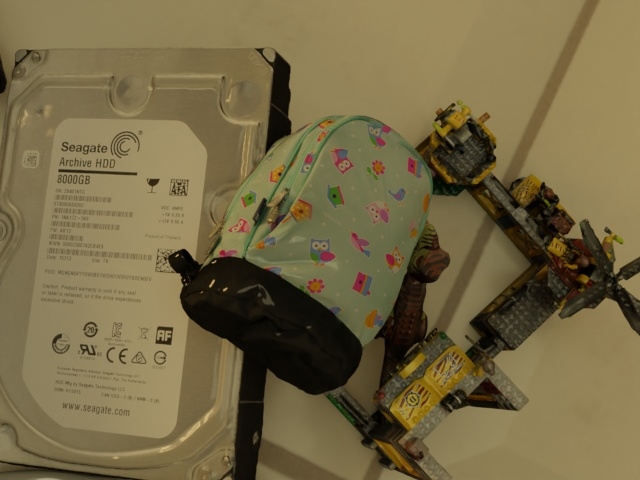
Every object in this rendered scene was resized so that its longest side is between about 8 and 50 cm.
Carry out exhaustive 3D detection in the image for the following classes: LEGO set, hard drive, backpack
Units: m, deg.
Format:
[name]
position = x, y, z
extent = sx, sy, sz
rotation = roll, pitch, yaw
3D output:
[LEGO set]
position = 0.099, 0.040, 0.816
extent = 0.331, 0.192, 0.255
rotation = -34, 89, -12
[hard drive]
position = -0.152, 0.015, 0.801
extent = 0.236, 0.064, 0.339
rotation = 4, 81, 16
[backpack]
position = 0.000, 0.000, 0.712
extent = 0.152, 0.115, 0.182
rotation = 41, 60, -29

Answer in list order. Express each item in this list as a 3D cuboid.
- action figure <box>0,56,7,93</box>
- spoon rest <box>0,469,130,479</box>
[action figure]
position = -0.331, -0.256, 0.838
extent = 0.185, 0.099, 0.285
rotation = -9, 77, -3
[spoon rest]
position = -0.160, 0.236, 0.804
extent = 0.276, 0.084, 0.137
rotation = 15, 113, -11
